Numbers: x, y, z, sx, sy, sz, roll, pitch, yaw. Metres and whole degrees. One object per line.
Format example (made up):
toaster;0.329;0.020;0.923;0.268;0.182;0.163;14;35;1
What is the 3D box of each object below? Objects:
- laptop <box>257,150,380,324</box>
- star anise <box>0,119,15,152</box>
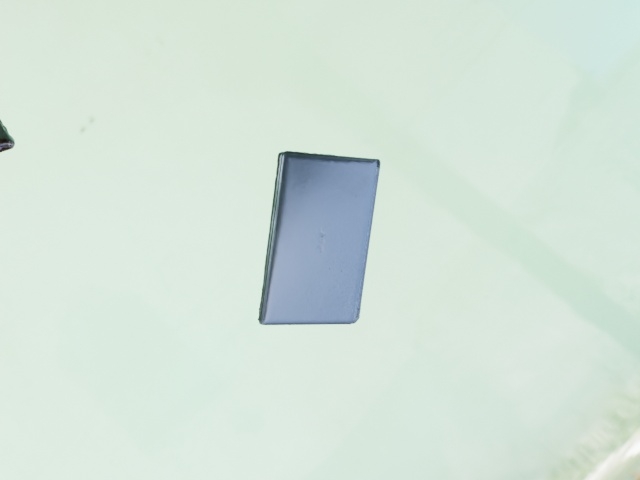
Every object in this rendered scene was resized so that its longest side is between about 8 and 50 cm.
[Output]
laptop;0.000;0.000;1.068;0.129;0.016;0.180;3;98;-35
star anise;-0.246;-0.068;0.603;0.177;0.234;0.073;36;64;-45
